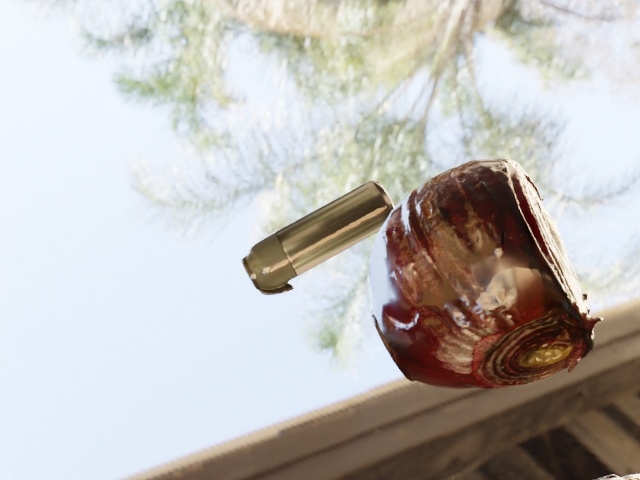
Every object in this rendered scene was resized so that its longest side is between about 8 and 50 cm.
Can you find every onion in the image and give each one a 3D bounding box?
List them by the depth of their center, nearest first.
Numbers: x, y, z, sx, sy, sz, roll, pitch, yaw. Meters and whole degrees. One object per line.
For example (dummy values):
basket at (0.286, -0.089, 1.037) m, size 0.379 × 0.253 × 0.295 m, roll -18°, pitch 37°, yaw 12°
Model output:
onion at (0.144, 0.035, 1.209) m, size 0.207 × 0.206 × 0.216 m, roll 39°, pitch -154°, yaw -52°

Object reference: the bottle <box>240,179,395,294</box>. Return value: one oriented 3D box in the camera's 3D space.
bottle at (0.000, 0.000, 1.878) m, size 0.254 × 0.096 × 0.079 m, roll -28°, pitch -173°, yaw -3°

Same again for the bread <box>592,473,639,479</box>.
bread at (0.365, 0.421, 1.641) m, size 0.325 × 0.277 × 0.167 m, roll 2°, pitch -112°, yaw -40°
